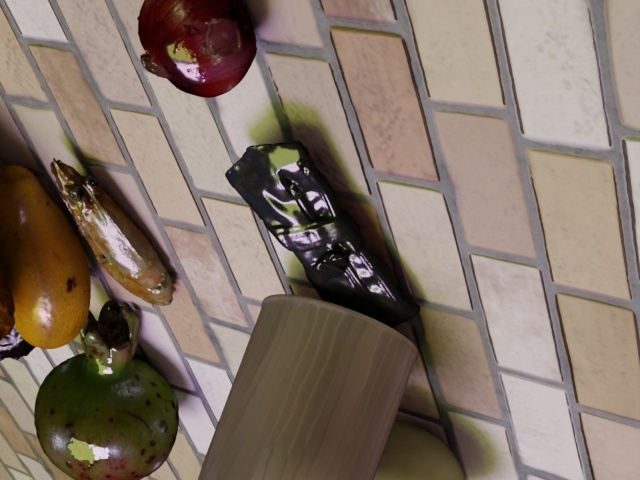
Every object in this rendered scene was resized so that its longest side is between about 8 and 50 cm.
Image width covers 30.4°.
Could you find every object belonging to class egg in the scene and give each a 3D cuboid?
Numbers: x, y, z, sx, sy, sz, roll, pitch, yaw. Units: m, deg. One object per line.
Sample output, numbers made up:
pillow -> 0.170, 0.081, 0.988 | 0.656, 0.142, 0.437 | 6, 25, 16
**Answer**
egg -> 0.090, 0.336, 1.602 | 0.241, 0.186, 0.186 | 4, 135, 55

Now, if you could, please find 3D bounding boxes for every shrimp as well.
shrimp -> -0.307, -0.010, 1.684 | 0.154, 0.062, 0.294 | 14, 142, 41

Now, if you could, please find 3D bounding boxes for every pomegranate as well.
pomegranate -> -0.361, 0.251, 1.920 | 0.242, 0.242, 0.306 | -2, 110, 45

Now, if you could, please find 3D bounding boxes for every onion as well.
onion -> -0.130, -0.211, 1.213 | 0.131, 0.131, 0.131 | 25, 145, 19

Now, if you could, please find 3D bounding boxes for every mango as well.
mango -> -0.424, 0.022, 1.766 | 0.177, 0.120, 0.295 | 14, 116, 46

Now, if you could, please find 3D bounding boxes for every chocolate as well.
chocolate -> -0.493, 0.117, 1.977 | 0.133, 0.156, 0.156 | -22, 117, 26

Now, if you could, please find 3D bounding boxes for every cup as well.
cup -> -0.039, 0.220, 1.476 | 0.288, 0.273, 0.208 | 2, 155, 44

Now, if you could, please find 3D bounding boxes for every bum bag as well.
bum bag -> 0.000, 0.000, 1.387 | 0.137, 0.074, 0.310 | -4, 131, 45

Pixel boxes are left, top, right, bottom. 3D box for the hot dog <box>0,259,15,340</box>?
hot dog -> -0.559, -0.023, 1.669 | 0.388, 0.174, 0.267 | 70, 157, 15
